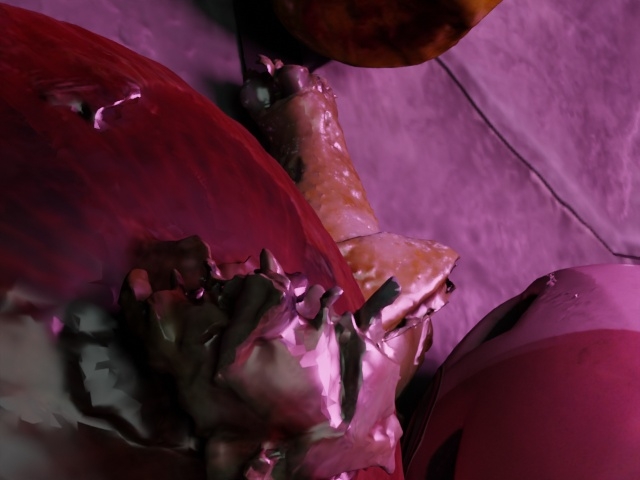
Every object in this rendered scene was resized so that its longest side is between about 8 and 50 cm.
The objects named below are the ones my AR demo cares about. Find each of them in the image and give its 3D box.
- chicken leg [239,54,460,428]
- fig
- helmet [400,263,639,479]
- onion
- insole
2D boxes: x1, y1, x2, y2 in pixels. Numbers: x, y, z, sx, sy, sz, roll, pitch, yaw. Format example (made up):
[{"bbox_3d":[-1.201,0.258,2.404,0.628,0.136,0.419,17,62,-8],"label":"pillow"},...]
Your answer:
[{"bbox_3d":[0.006,0.004,0.849,0.125,0.080,0.196,29,49,-23],"label":"chicken leg"},{"bbox_3d":[0.046,-0.168,0.927,0.165,0.144,0.154,-47,144,-70],"label":"fig"},{"bbox_3d":[0.109,0.106,0.821,0.154,0.198,0.253,39,49,25],"label":"helmet"},{"bbox_3d":[-0.085,0.077,0.601,0.348,0.285,0.347,18,64,-42],"label":"onion"},{"bbox_3d":[-0.030,-0.140,0.942,0.053,0.002,0.152,7,64,-37],"label":"insole"}]
